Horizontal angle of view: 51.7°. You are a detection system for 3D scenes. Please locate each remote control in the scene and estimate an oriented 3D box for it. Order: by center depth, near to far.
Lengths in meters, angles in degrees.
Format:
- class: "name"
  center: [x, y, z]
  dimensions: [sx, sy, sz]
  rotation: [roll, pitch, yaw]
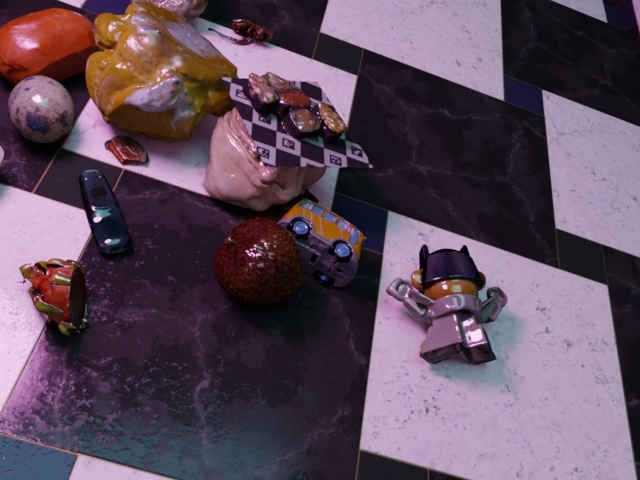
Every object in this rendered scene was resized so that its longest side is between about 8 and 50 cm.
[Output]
- class: "remote control"
  center: [-0.469, -0.066, 1.425]
  dimensions: [0.072, 0.042, 0.222]
  rotation: [-13, 60, -27]

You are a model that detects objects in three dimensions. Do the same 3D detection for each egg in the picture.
- class: "egg"
  center: [-0.624, -0.295, 1.478]
  dimensions: [0.141, 0.141, 0.182]
  rotation: [-4, 39, -24]

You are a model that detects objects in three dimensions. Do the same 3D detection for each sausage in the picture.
- class: "sausage"
  center: [-0.649, -0.461, 1.582]
  dimensions: [0.141, 0.153, 0.268]
  rotation: [49, 50, 2]

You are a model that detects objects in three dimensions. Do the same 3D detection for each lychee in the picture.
- class: "lychee"
  center: [-0.130, 0.046, 1.389]
  dimensions: [0.194, 0.194, 0.194]
  rotation: [11, 51, -14]

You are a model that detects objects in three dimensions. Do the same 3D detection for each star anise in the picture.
- class: "star anise"
  center: [-0.229, -0.610, 1.926]
  dimensions: [0.190, 0.070, 0.097]
  rotation: [10, 24, -12]

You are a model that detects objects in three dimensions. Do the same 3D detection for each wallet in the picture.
- class: "wallet"
  center: [-0.090, -0.081, 1.600]
  dimensions: [0.095, 0.026, 0.176]
  rotation: [40, 48, 18]

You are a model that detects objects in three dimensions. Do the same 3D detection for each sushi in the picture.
- class: "sushi"
  center: [-0.043, -0.285, 1.487]
  dimensions: [0.294, 0.059, 0.292]
  rotation: [-6, 57, -37]

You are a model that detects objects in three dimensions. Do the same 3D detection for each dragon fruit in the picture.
- class: "dragon fruit"
  center: [-0.494, 0.100, 1.255]
  dimensions: [0.175, 0.138, 0.142]
  rotation: [16, 23, 17]

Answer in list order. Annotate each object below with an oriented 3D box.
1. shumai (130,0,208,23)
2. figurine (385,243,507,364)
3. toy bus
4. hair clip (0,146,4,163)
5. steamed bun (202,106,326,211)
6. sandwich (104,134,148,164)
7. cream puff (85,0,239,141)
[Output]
- class: "shumai"
  center: [-0.406, -0.702, 1.881]
  dimensions: [0.225, 0.222, 0.261]
  rotation: [21, 86, 9]
- class: "figurine"
  center: [0.304, 0.136, 1.518]
  dimensions: [0.308, 0.143, 0.309]
  rotation: [20, 55, -30]
- class: "toy bus"
  center: [0.000, 0.000, 1.507]
  dimensions: [0.209, 0.126, 0.136]
  rotation: [30, 49, -1]
- class: "hair clip"
  center: [-0.769, -0.115, 1.302]
  dimensions: [0.282, 0.113, 0.172]
  rotation: [-43, 78, -9]
- class: "steamed bun"
  center: [-0.115, -0.218, 1.563]
  dimensions: [0.289, 0.203, 0.276]
  rotation: [10, 45, -6]
- class: "sandwich"
  center: [-0.451, -0.211, 1.554]
  dimensions: [0.101, 0.026, 0.069]
  rotation: [42, 50, 12]
- class: "cream puff"
  center: [-0.394, -0.380, 1.572]
  dimensions: [0.378, 0.275, 0.378]
  rotation: [33, 22, -15]
